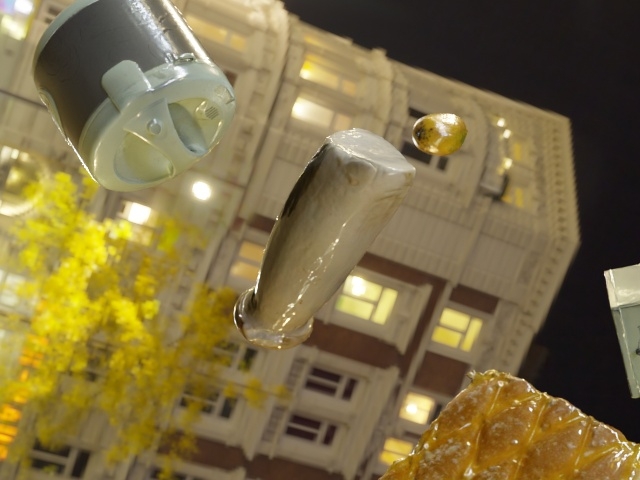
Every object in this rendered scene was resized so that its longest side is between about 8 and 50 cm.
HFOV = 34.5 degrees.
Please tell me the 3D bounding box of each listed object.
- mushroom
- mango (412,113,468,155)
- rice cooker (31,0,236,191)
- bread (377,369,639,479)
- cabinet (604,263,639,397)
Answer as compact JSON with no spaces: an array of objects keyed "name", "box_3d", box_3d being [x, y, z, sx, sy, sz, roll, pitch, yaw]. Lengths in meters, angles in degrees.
[{"name":"mushroom","box_3d":[-0.003,-0.009,1.467,0.407,0.137,0.154,-55,-129,38]},{"name":"mango","box_3d":[0.183,-0.164,1.558,0.114,0.079,0.057,-31,135,-51]},{"name":"rice cooker","box_3d":[-0.299,-0.237,1.673,0.277,0.288,0.288,55,-46,19]},{"name":"bread","box_3d":[0.260,0.356,1.344,0.279,0.207,0.279,23,-125,42]},{"name":"cabinet","box_3d":[0.530,0.114,1.473,0.150,0.206,0.145,-61,136,-67]}]
